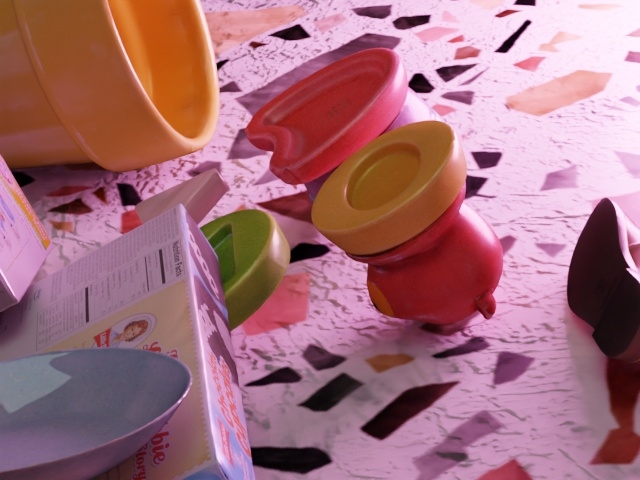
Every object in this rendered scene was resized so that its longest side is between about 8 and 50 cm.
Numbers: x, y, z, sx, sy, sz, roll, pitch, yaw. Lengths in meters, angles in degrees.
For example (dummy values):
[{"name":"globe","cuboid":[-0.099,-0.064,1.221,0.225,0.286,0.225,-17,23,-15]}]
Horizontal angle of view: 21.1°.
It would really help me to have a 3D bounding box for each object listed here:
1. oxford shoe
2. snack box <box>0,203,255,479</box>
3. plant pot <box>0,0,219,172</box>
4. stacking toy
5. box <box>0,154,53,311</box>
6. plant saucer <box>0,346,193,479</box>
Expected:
[{"name":"oxford shoe","cuboid":[0.228,0.037,1.229,0.076,0.076,0.212,20,24,-13]},{"name":"snack box","cuboid":[-0.146,0.110,1.114,0.187,0.060,0.322,-28,29,7]},{"name":"plant pot","cuboid":[-0.248,-0.168,1.530,0.239,0.254,0.254,-17,26,17]},{"name":"stacking toy","cuboid":[0.000,0.000,1.341,0.279,0.130,0.309,-33,25,9]},{"name":"box","cuboid":[-0.280,0.006,1.259,0.114,0.103,0.203,-28,11,5]},{"name":"plant saucer","cuboid":[-0.167,0.111,0.986,0.195,0.037,0.195,-8,15,2]}]
